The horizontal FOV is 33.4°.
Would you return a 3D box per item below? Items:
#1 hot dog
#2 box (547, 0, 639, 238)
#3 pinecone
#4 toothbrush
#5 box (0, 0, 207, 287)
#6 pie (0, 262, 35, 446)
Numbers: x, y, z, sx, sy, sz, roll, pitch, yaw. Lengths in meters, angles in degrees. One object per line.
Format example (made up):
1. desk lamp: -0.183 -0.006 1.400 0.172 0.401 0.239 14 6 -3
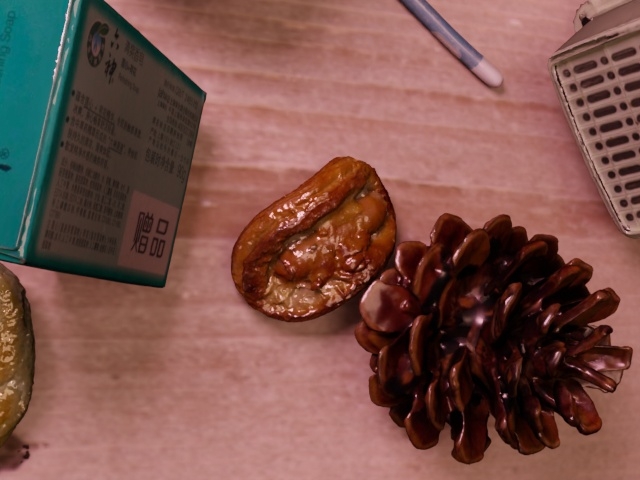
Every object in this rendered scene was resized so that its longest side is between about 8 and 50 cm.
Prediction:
1. hot dog: -0.002 -0.002 0.826 0.147 0.065 0.099 -36 114 -20
2. box: 0.347 -0.129 0.854 0.166 0.290 0.221 -37 106 -39
3. pinecone: 0.137 0.079 0.819 0.207 0.207 0.208 -1 91 -23
4. toothbrush: 0.052 -0.216 0.868 0.275 0.019 0.025 42 81 -18
5. box: -0.157 -0.057 0.659 0.092 0.245 0.153 11 85 11
6. pie: -0.284 0.078 0.719 0.186 0.041 0.187 0 91 -24
